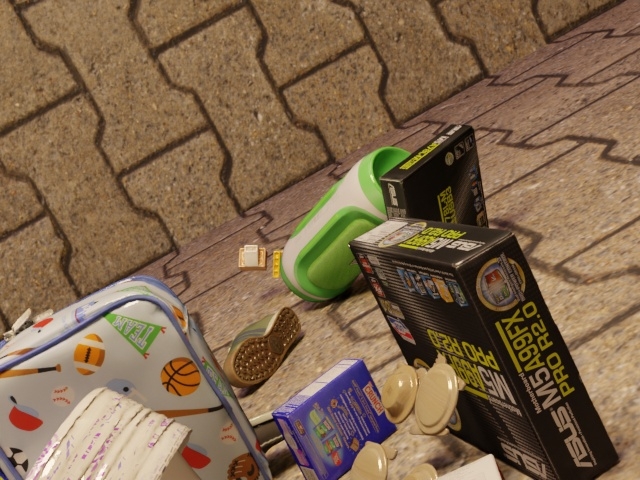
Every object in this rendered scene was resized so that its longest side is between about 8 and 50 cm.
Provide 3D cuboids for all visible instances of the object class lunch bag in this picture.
[{"bbox_3d":[-0.203,0.195,1.127,0.243,0.303,0.115,-29,15,-3],"label":"lunch bag"}]

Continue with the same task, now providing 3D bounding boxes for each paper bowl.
[{"bbox_3d":[-0.186,0.278,0.934,0.284,0.148,0.284,26,-90,-90],"label":"paper bowl"}]

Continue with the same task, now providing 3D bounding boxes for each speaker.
[{"bbox_3d":[0.049,-0.019,1.712,0.131,0.131,0.296,-39,-6,-42],"label":"speaker"}]

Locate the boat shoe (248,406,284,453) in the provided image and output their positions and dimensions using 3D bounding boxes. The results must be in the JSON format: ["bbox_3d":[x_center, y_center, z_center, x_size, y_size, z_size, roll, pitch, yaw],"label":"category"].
[{"bbox_3d":[-0.113,0.255,1.253,0.227,0.069,0.081,-27,-14,4],"label":"boat shoe"}]

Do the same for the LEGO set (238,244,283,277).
[{"bbox_3d":[0.000,0.000,1.984,0.287,0.132,0.107,-33,2,10],"label":"LEGO set"}]

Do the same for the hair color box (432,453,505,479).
[{"bbox_3d":[0.110,0.234,0.850,0.093,0.053,0.167,-26,10,7],"label":"hair color box"}]

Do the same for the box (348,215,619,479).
[{"bbox_3d":[0.134,0.090,1.010,0.060,0.216,0.270,-29,12,-13],"label":"box"}]

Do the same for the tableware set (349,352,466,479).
[{"bbox_3d":[0.077,0.180,1.010,0.141,0.020,0.169,9,81,66],"label":"tableware set"}]

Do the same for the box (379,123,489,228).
[{"bbox_3d":[0.166,-0.042,1.583,0.045,0.191,0.184,9,33,37],"label":"box"}]

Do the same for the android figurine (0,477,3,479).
[{"bbox_3d":[-0.341,0.289,1.304,0.273,0.056,0.248,-60,44,23],"label":"android figurine"}]

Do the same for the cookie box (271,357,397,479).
[{"bbox_3d":[0.016,0.189,1.172,0.107,0.092,0.040,-34,16,-28],"label":"cookie box"}]

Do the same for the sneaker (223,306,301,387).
[{"bbox_3d":[-0.102,0.167,1.635,0.086,0.064,0.192,-30,8,34],"label":"sneaker"}]
